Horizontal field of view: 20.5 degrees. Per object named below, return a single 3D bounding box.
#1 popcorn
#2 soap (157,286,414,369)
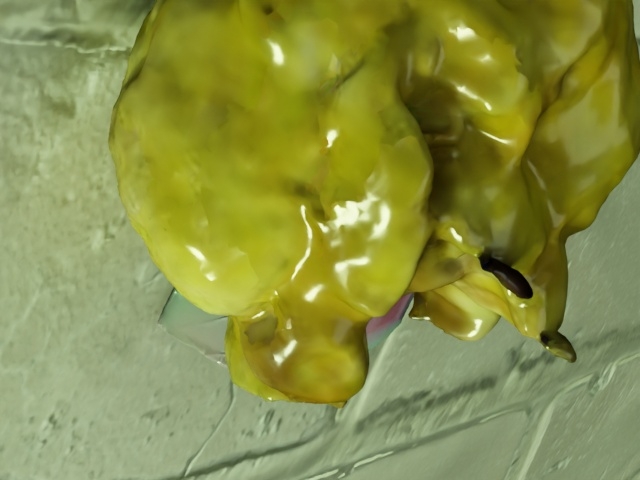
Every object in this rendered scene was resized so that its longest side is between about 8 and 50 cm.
[{"bbox_3d":[0.018,-0.052,0.727,0.190,0.191,0.254,14,95,-47],"label":"popcorn"},{"bbox_3d":[0.000,0.000,0.859,0.149,0.100,0.056,-62,156,3],"label":"soap"}]
